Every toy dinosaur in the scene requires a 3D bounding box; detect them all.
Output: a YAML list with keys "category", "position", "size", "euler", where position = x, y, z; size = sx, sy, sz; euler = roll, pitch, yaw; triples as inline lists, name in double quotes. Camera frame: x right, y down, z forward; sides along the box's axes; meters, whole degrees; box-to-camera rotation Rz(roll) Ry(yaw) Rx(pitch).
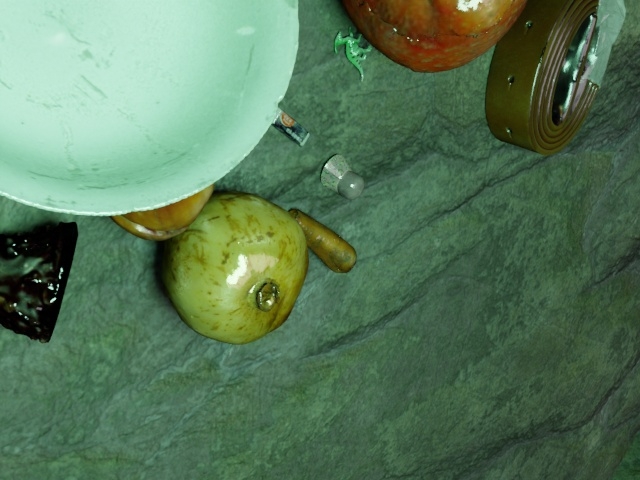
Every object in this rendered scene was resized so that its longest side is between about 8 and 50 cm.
- category: "toy dinosaur"
  position: [0.048, -0.287, 1.219]
  size: [0.062, 0.021, 0.083]
  euler: [-8, 111, -31]

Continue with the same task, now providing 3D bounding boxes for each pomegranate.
- category: "pomegranate"
  position: [-0.113, 0.039, 1.102]
  size: [0.215, 0.215, 0.215]
  euler: [-19, 121, -34]

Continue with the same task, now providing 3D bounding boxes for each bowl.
- category: "bowl"
  position: [-0.255, -0.240, 0.822]
  size: [0.434, 0.196, 0.435]
  euler: [-1, 92, -29]

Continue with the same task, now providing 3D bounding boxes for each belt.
- category: "belt"
  position: [0.435, -0.333, 1.463]
  size: [0.217, 0.122, 0.339]
  euler: [6, 106, -41]

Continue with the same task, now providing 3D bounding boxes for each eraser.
- category: "eraser"
  position: [-0.048, -0.172, 1.190]
  size: [0.099, 0.019, 0.027]
  euler: [34, 87, -44]

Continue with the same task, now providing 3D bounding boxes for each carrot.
- category: "carrot"
  position: [0.000, 0.000, 1.294]
  size: [0.161, 0.055, 0.055]
  euler: [40, 82, -37]

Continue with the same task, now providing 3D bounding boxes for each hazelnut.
- category: "hazelnut"
  position: [-0.216, -0.094, 0.991]
  size: [0.182, 0.182, 0.182]
  euler: [-19, 121, -34]

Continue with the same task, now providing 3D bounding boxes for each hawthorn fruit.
- category: "hawthorn fruit"
  position: [0.170, -0.360, 1.140]
  size: [0.276, 0.276, 0.307]
  euler: [-55, 160, -6]

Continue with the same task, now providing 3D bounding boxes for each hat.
- category: "hat"
  position: [0.041, -0.099, 1.285]
  size: [0.058, 0.042, 0.087]
  euler: [-51, 133, -11]

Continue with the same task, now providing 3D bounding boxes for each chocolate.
- category: "chocolate"
  position: [-0.375, 0.039, 0.950]
  size: [0.133, 0.156, 0.156]
  euler: [14, 101, -16]
